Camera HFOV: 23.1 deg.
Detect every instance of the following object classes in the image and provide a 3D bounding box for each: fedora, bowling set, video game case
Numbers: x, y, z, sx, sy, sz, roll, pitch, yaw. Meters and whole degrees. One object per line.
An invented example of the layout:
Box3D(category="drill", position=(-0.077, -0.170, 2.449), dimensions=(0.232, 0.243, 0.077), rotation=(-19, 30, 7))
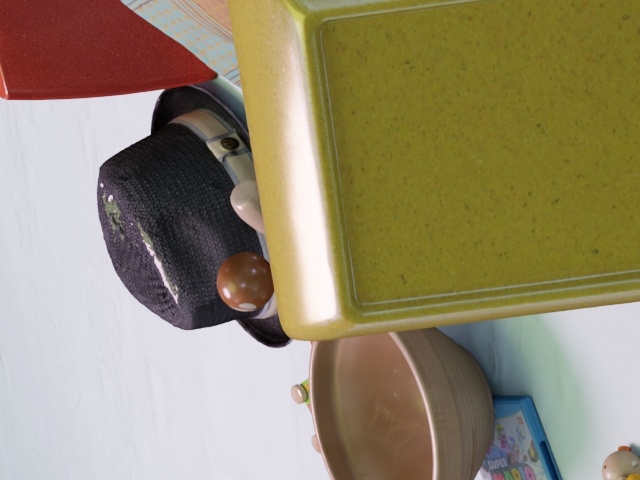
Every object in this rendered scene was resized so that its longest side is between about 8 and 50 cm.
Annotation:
Box3D(category="fedora", position=(-0.155, -0.009, 1.790), dimensions=(0.334, 0.152, 0.334), rotation=(44, 145, 41))
Box3D(category="bowling set", position=(0.000, 0.000, 1.459), dimensions=(0.154, 0.200, 0.287), rotation=(43, 179, -39))
Box3D(category="video game case", position=(0.192, 0.228, 1.507), dimensions=(0.119, 0.015, 0.166), rotation=(-11, 101, 63))

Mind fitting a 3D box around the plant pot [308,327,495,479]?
Box3D(category="plant pot", position=(0.090, 0.164, 1.507), dimensions=(0.237, 0.109, 0.237), rotation=(30, 126, 54))

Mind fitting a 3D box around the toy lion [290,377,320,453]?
Box3D(category="toy lion", position=(0.017, 0.199, 1.790), dimensions=(0.096, 0.034, 0.100), rotation=(-27, 86, 56))

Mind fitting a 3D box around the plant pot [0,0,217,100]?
Box3D(category="plant pot", position=(-0.302, -0.291, 1.755), dimensions=(0.267, 0.235, 0.267), rotation=(24, 131, 53))

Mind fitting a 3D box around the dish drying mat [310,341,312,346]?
Box3D(category="dish drying mat", position=(-0.013, 0.083, 1.772), dimensions=(0.032, 0.008, 0.083), rotation=(6, 116, 61))

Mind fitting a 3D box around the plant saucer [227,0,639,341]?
Box3D(category="plant saucer", position=(0.115, -0.073, 1.073), dimensions=(0.081, 0.332, 0.333), rotation=(-94, -4, -63))

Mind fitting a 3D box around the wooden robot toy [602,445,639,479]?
Box3D(category="wooden robot toy", position=(0.264, 0.217, 1.339), dimensions=(0.173, 0.076, 0.079), rotation=(123, 155, -59))

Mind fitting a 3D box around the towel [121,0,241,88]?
Box3D(category="towel", position=(-0.107, -0.224, 1.436), dimensions=(0.370, 0.040, 0.271), rotation=(35, 165, -22))
